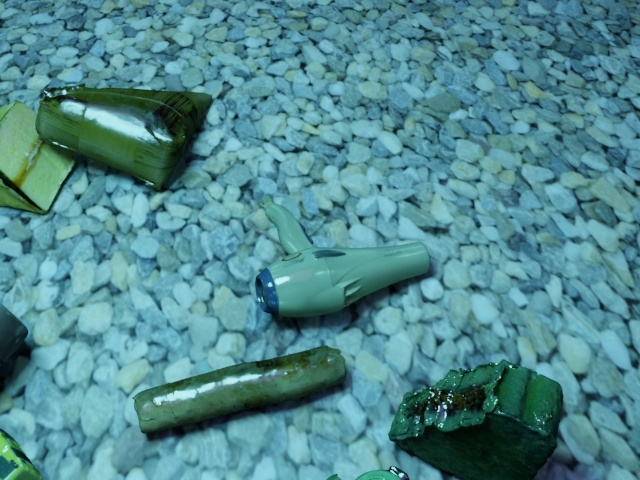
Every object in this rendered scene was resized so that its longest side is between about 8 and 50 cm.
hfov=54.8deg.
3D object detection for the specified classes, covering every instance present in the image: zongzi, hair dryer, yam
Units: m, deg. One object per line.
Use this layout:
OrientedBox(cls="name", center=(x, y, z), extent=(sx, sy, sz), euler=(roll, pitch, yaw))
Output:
OrientedBox(cls="zongzi", center=(-0.382, -0.264, 1.238), extent=(0.273, 0.145, 0.300), euler=(21, 42, -7))
OrientedBox(cls="hair dryer", center=(0.038, 0.014, 1.069), extent=(0.295, 0.119, 0.298), euler=(3, 39, -6))
OrientedBox(cls="yam", center=(-0.117, 0.219, 0.914), extent=(0.317, 0.067, 0.071), euler=(-12, 81, -10))

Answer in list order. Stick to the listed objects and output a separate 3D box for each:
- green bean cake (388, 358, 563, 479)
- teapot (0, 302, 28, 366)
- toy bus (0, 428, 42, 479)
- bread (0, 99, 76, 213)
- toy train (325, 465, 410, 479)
OrientedBox(cls="green bean cake", center=(0.203, 0.231, 0.818), extent=(0.193, 0.208, 0.107), euler=(24, 53, 15))
OrientedBox(cls="teapot", center=(-0.633, 0.178, 0.872), extent=(0.314, 0.233, 0.312), euler=(5, 51, 42))
OrientedBox(cls="toy bus", center=(-0.458, 0.343, 0.805), extent=(0.101, 0.088, 0.175), euler=(32, 61, 21))
OrientedBox(cls="bread", center=(-0.639, -0.137, 1.210), extent=(0.263, 0.163, 0.168), euler=(-12, 46, 31))
OrientedBox(cls="toy train", center=(0.082, 0.401, 0.723), extent=(0.266, 0.145, 0.202), euler=(32, 62, 23))
